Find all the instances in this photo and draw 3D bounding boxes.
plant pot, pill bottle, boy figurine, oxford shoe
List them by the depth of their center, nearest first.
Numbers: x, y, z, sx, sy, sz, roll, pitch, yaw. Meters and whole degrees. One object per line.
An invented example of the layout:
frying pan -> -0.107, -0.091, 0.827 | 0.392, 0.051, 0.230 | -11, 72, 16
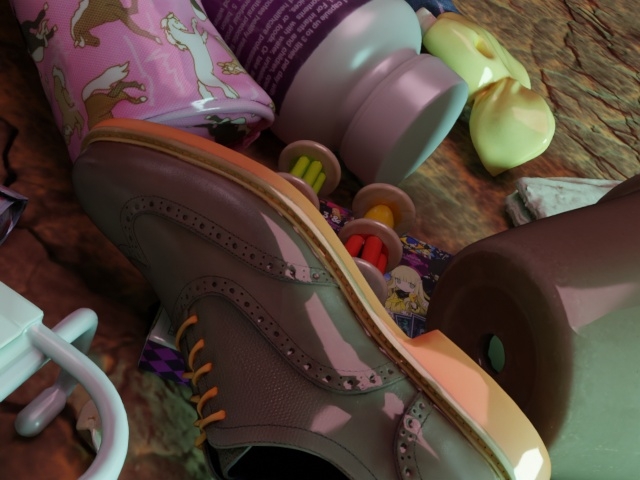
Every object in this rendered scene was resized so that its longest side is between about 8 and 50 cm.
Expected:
oxford shoe -> -0.040, 0.061, 0.540 | 0.364, 0.130, 0.133 | 39, 58, 16
plant pot -> 0.206, 0.073, 0.625 | 0.229, 0.263, 0.263 | -1, 49, -30
pill bottle -> -0.017, -0.186, 0.831 | 0.301, 0.169, 0.169 | 43, 42, 16
boy figurine -> 0.166, -0.188, 0.999 | 0.177, 0.092, 0.285 | 22, 35, -53

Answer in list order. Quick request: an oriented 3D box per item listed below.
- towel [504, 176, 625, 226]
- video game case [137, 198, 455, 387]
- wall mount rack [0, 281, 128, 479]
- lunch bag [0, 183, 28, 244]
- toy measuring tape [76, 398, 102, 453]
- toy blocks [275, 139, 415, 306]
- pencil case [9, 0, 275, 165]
towel -> 0.305, 0.049, 0.872 | 0.187, 0.049, 0.282 | 1, 49, -28
video game case -> 0.001, 0.052, 0.692 | 0.232, 0.042, 0.210 | 22, 41, -9
wall mount rack -> -0.286, 0.079, 0.440 | 0.350, 0.130, 0.304 | 34, 37, 7
lunch bag -> -0.249, -0.023, 0.617 | 0.071, 0.053, 0.083 | 28, 31, -4
toy measuring tape -> -0.018, 0.196, 0.477 | 0.121, 0.121, 0.330 | -9, 48, -37
toy blocks -> 0.000, 0.000, 0.670 | 0.123, 0.054, 0.148 | 29, 39, -2
pencil case -> -0.178, -0.230, 0.710 | 0.160, 0.167, 0.386 | -22, 80, -15
